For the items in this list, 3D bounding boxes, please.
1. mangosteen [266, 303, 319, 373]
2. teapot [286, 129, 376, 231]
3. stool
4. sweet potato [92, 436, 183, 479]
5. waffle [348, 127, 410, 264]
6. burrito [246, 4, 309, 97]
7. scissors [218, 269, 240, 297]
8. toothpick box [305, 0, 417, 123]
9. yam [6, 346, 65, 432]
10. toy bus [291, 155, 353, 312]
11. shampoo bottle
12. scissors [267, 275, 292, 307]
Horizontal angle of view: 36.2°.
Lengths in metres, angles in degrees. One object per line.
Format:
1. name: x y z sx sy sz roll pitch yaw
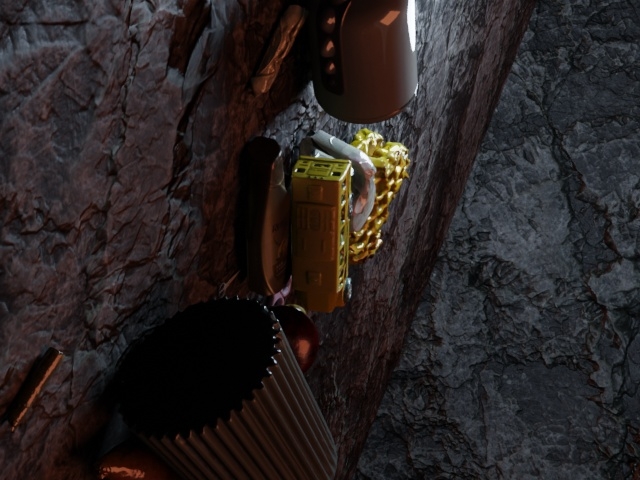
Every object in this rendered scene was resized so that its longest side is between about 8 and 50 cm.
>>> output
1. mangosteen: -0.093 0.215 2.116 0.200 0.200 0.199 -55 157 -37
2. teapot: 0.037 -0.121 2.075 0.163 0.178 0.221 -31 137 -64
3. stool: -0.143 0.311 1.685 0.297 0.297 0.330 -57 137 -32
4. sweet potato: -0.317 0.401 1.719 0.131 0.131 0.337 -66 154 -9
5. waffle: 0.099 -0.101 2.340 0.261 0.151 0.324 3 105 -75
6. burrito: -0.076 -0.336 1.741 0.045 0.041 0.185 53 62 -79
7. scissors: -0.181 0.081 1.948 0.083 0.006 0.036 -51 153 -44
8. toothpick box: 0.071 -0.388 1.843 0.229 0.229 0.316 -58 156 -31
9. yam: -0.411 0.212 1.395 0.129 0.027 0.033 -60 170 -22
10. toy bus: 0.000 0.000 1.982 0.123 0.121 0.335 -68 161 -61
11. shampoo bottle: -0.104 -0.045 1.910 0.350 0.084 0.125 91 21 -44
12. scissors: -0.102 0.096 2.169 0.212 0.021 0.110 71 41 -64
